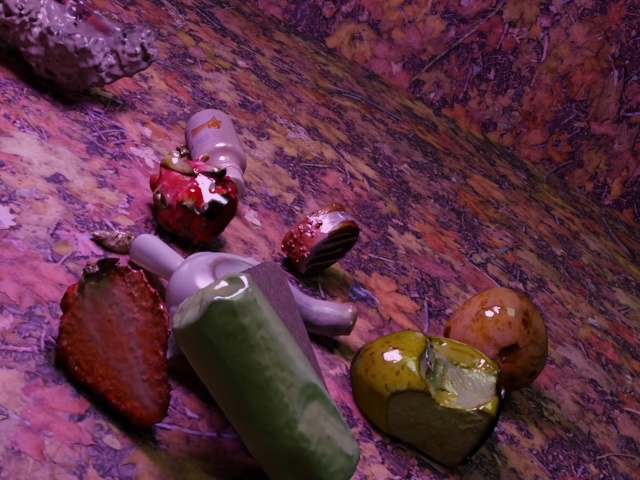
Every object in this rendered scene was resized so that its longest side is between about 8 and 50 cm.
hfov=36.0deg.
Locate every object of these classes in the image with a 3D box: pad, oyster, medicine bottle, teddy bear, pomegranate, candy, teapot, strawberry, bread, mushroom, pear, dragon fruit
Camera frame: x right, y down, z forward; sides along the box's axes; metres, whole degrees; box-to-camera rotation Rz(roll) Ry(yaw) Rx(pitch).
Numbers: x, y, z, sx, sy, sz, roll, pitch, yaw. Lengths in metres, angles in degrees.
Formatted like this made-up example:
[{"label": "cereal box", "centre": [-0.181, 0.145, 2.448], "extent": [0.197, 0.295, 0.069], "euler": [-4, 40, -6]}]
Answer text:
[{"label": "pad", "centre": [-0.084, 0.175, 1.468], "extent": [0.176, 0.002, 0.266], "euler": [-24, 97, -36]}, {"label": "oyster", "centre": [-0.347, -0.013, 1.700], "extent": [0.080, 0.038, 0.083], "euler": [29, 25, -7]}, {"label": "medicine bottle", "centre": [-0.215, -0.174, 2.082], "extent": [0.114, 0.114, 0.252], "euler": [20, 28, -30]}, {"label": "teddy bear", "centre": [-0.555, -0.463, 1.983], "extent": [0.357, 0.224, 0.367], "euler": [38, -3, 31]}, {"label": "pomegranate", "centre": [0.357, 0.201, 2.018], "extent": [0.215, 0.215, 0.215], "euler": [28, 24, -14]}, {"label": "candy", "centre": [-0.074, 0.207, 1.374], "extent": [0.343, 0.132, 0.142], "euler": [58, 6, -14]}, {"label": "teapot", "centre": [-0.174, 0.085, 1.599], "extent": [0.220, 0.149, 0.318], "euler": [15, 29, -29]}, {"label": "strawberry", "centre": [-0.277, 0.143, 1.389], "extent": [0.175, 0.236, 0.107], "euler": [-5, -5, 13]}, {"label": "bread", "centre": [0.000, 0.000, 1.978], "extent": [0.160, 0.160, 0.073], "euler": [-4, 53, -55]}, {"label": "mushroom", "centre": [-0.055, 0.109, 1.778], "extent": [0.278, 0.096, 0.099], "euler": [28, 25, -24]}, {"label": "pear", "centre": [0.177, 0.239, 1.748], "extent": [0.255, 0.164, 0.238], "euler": [28, 26, -10]}, {"label": "dragon fruit", "centre": [-0.239, -0.091, 1.830], "extent": [0.172, 0.166, 0.160], "euler": [37, 20, 13]}]
